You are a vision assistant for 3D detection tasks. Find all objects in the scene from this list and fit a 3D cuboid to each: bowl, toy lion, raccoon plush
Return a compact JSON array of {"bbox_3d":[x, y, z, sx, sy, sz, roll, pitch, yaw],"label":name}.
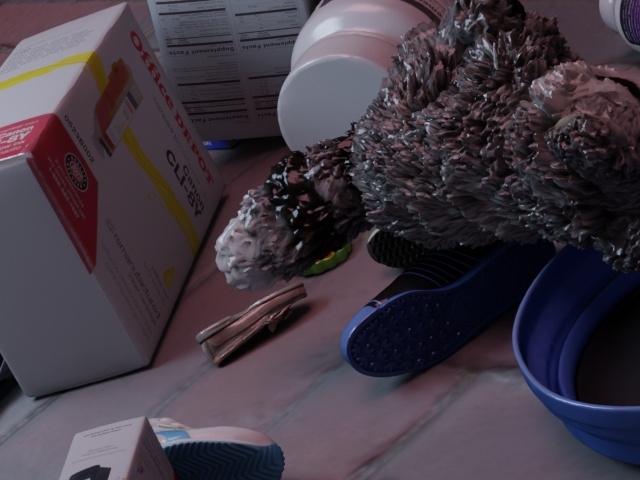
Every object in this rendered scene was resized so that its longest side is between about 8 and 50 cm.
[{"bbox_3d":[0.348,0.043,1.424,0.391,0.077,0.391,-24,22,10],"label":"bowl"},{"bbox_3d":[0.000,0.000,1.917,0.100,0.034,0.096,-39,35,-26],"label":"toy lion"},{"bbox_3d":[0.127,-0.013,1.545,0.446,0.216,0.299,-44,28,17],"label":"raccoon plush"}]

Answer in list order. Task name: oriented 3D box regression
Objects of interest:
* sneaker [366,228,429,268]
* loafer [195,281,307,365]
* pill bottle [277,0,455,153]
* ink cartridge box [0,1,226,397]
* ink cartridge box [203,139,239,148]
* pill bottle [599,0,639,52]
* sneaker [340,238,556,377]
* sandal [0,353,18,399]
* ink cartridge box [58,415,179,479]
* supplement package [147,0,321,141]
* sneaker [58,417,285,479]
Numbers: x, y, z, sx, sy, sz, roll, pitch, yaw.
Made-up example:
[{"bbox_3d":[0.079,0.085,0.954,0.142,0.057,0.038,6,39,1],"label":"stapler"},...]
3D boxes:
[{"bbox_3d":[0.125,-0.019,1.821,0.161,0.057,0.075,-26,8,3],"label":"sneaker"},{"bbox_3d":[-0.066,0.086,1.809,0.125,0.039,0.045,-27,-8,-10],"label":"loafer"},{"bbox_3d":[0.084,-0.225,2.066,0.204,0.204,0.361,-12,29,28],"label":"pill bottle"},{"bbox_3d":[-0.268,-0.057,1.976,0.160,0.279,0.384,-17,26,20],"label":"ink cartridge box"},{"bbox_3d":[-0.096,-0.195,2.363,0.097,0.046,0.207,2,37,47],"label":"ink cartridge box"},{"bbox_3d":[0.393,-0.252,1.941,0.108,0.108,0.193,-32,26,-14],"label":"pill bottle"},{"bbox_3d":[0.110,0.052,1.661,0.232,0.081,0.090,-27,20,-18],"label":"sneaker"},{"bbox_3d":[-0.370,0.130,1.935,0.097,0.054,0.254,16,44,7],"label":"sandal"},{"bbox_3d":[-0.166,0.252,1.463,0.072,0.127,0.175,-16,27,14],"label":"ink cartridge box"},{"bbox_3d":[-0.091,-0.289,2.207,0.198,0.262,0.199,-4,39,10],"label":"supplement package"},{"bbox_3d":[-0.133,0.198,1.589,0.229,0.087,0.092,-10,27,26],"label":"sneaker"}]
